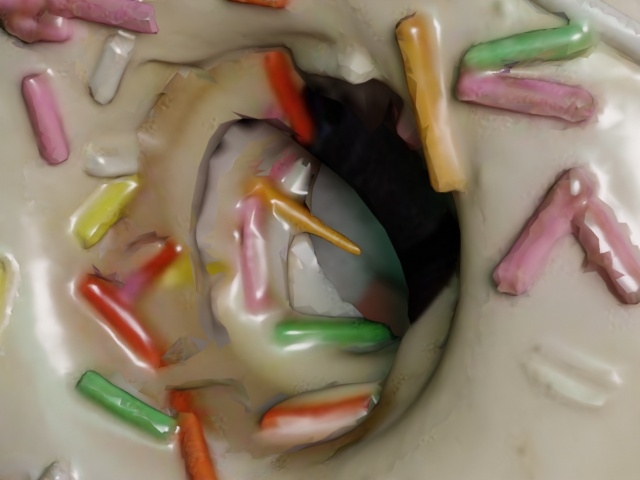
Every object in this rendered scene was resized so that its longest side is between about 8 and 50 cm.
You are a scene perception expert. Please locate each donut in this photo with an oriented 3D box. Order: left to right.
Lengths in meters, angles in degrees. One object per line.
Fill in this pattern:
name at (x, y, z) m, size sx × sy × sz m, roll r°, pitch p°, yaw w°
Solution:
donut at (0.000, 0.000, 0.532) m, size 0.382 × 0.142 × 0.383 m, roll 4°, pitch 99°, yaw 27°
